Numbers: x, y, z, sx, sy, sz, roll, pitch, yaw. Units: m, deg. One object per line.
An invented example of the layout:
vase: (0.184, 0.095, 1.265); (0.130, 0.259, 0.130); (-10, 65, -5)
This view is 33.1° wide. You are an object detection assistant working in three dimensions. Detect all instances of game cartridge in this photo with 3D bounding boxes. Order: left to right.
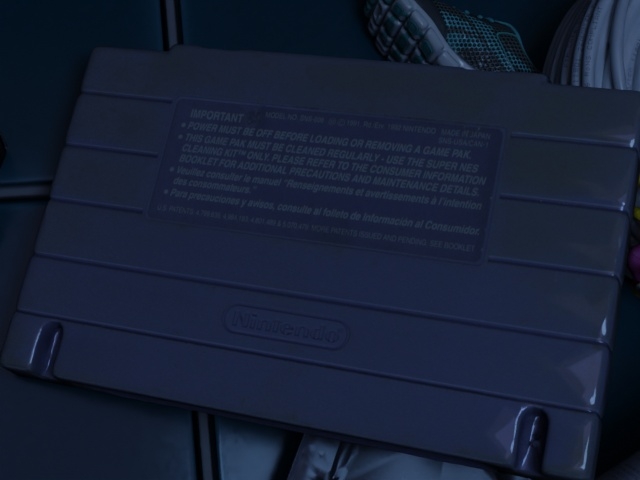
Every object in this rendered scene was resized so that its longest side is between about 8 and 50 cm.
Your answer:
game cartridge: (0.000, 0.000, 0.645); (0.355, 0.068, 0.230); (8, 71, 18)

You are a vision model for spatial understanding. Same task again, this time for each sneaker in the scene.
sneaker: (0.101, -0.135, 0.761); (0.166, 0.065, 0.076); (47, 65, -4)

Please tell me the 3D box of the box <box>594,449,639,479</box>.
box: (0.256, 0.205, 0.584); (0.322, 0.058, 0.232); (-34, 88, 0)

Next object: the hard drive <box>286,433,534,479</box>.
hard drive: (0.057, 0.177, 0.680); (0.172, 0.054, 0.254); (22, 75, -4)

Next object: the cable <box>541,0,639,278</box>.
cable: (0.276, -0.086, 0.737); (0.257, 0.089, 0.257); (44, 76, -10)

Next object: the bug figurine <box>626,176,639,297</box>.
bug figurine: (0.232, 0.074, 0.650); (0.279, 0.072, 0.216); (31, 100, -6)

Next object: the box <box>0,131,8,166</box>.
box: (-0.323, 0.015, 0.629); (0.184, 0.103, 0.261); (20, 75, -1)
